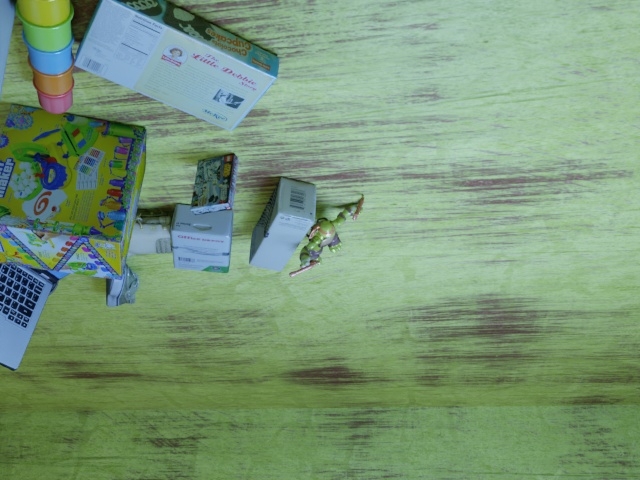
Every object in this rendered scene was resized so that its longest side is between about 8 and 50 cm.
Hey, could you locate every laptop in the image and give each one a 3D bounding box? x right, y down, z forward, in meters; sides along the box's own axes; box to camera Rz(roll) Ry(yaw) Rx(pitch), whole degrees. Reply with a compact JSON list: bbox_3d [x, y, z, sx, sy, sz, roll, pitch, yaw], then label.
[{"bbox_3d":[-0.729,0.071,1.602,0.236,0.408,0.382,-1,150,25],"label":"laptop"}]

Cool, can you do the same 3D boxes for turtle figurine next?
[{"bbox_3d":[0.000,0.000,1.631,0.087,0.269,0.217,39,165,7],"label":"turtle figurine"}]

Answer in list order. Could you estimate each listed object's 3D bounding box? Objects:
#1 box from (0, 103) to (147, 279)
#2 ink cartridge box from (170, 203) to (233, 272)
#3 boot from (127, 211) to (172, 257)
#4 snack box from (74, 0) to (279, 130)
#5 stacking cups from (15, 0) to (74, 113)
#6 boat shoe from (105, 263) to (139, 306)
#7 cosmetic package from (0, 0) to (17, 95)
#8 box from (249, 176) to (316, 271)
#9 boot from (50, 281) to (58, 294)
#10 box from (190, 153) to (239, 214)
[{"bbox_3d":[-0.531,-0.099,1.374,0.279,0.290,0.177,10,150,-11],"label":"box"},{"bbox_3d":[-0.310,-0.001,1.725,0.153,0.087,0.208,7,150,-7],"label":"ink cartridge box"},{"bbox_3d":[-0.481,-0.055,1.642,0.203,0.095,0.262,-7,131,-7],"label":"boot"},{"bbox_3d":[-0.259,-0.327,1.192,0.322,0.060,0.187,20,146,-27],"label":"snack box"},{"bbox_3d":[-0.483,-0.337,1.155,0.096,0.096,0.316,10,149,-13],"label":"stacking cups"},{"bbox_3d":[-0.595,0.124,1.969,0.094,0.109,0.302,-3,162,-21],"label":"boat shoe"},{"bbox_3d":[-0.667,-0.357,0.872,0.329,0.327,0.394,-8,149,2],"label":"cosmetic package"},{"bbox_3d":[-0.098,-0.034,1.633,0.094,0.113,0.275,13,147,-16],"label":"box"},{"bbox_3d":[-0.906,0.066,1.779,0.377,0.138,0.284,17,160,-21],"label":"boot"},{"bbox_3d":[-0.235,-0.126,1.458,0.094,0.137,0.027,-8,148,19],"label":"box"}]
